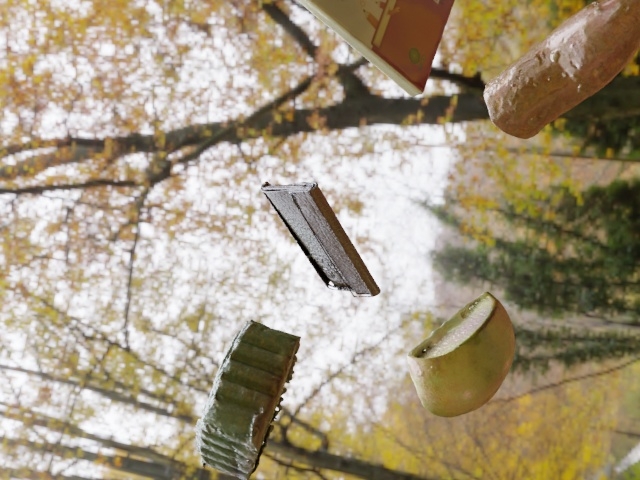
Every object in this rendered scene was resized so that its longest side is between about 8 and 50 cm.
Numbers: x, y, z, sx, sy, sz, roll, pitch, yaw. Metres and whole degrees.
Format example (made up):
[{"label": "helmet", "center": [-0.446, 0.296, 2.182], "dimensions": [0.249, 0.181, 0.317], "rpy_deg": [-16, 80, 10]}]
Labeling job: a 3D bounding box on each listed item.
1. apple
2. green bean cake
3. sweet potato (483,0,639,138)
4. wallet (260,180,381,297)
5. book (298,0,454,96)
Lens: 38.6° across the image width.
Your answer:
[{"label": "apple", "center": [0.311, 0.244, 1.824], "dimensions": [0.265, 0.120, 0.193], "rpy_deg": [-33, -76, -27]}, {"label": "green bean cake", "center": [-0.102, 0.220, 1.259], "dimensions": [0.181, 0.094, 0.173], "rpy_deg": [103, -172, -56]}, {"label": "sweet potato", "center": [0.405, -0.286, 1.380], "dimensions": [0.131, 0.337, 0.131], "rpy_deg": [36, -147, -29]}, {"label": "wallet", "center": [0.000, 0.000, 1.538], "dimensions": [0.039, 0.133, 0.243], "rpy_deg": [-52, -53, -27]}, {"label": "book", "center": [0.050, -0.275, 0.934], "dimensions": [0.232, 0.022, 0.162], "rpy_deg": [32, -112, -35]}]
